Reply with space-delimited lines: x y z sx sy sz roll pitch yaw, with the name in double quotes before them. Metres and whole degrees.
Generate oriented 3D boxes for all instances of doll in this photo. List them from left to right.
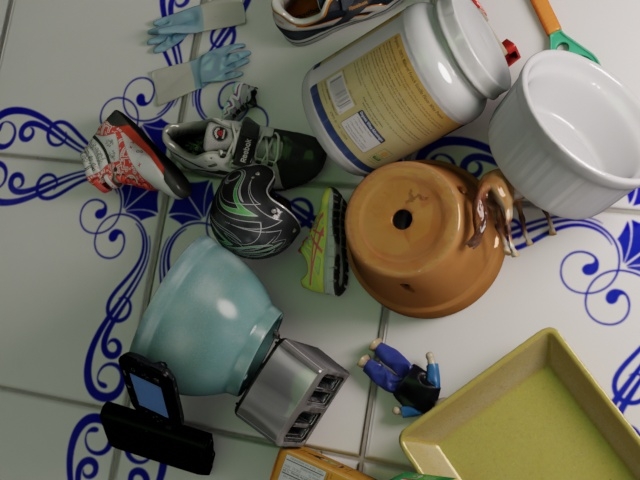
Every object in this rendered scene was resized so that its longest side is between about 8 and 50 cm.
"doll" 0.160 0.250 1.630 0.189 0.046 0.129 37 94 22

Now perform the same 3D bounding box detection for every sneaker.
"sneaker" -0.385 -0.135 1.877 0.145 0.090 0.270 -47 65 6
"sneaker" -0.157 -0.174 1.776 0.331 0.146 0.122 4 79 19
"sneaker" -0.156 -0.270 1.849 0.069 0.038 0.098 18 86 22
"sneaker" 0.000 0.000 1.720 0.094 0.081 0.208 -2 76 27
"sneaker" 0.054 -0.491 1.775 0.321 0.127 0.126 -28 70 10

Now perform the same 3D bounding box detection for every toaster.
"toaster" -0.051 0.267 1.627 0.110 0.186 0.168 32 90 26

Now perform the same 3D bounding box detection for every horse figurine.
"horse figurine" 0.319 -0.067 1.546 0.066 0.263 0.174 -17 93 40

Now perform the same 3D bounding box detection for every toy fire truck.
"toy fire truck" 0.283 -0.408 1.670 0.047 0.192 0.135 -38 41 8

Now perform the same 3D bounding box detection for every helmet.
"helmet" -0.123 -0.043 1.722 0.169 0.169 0.161 -17 54 16

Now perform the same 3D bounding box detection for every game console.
"game console" -0.303 0.307 1.637 0.213 0.361 0.044 14 52 10

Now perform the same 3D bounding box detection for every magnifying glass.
"magnifying glass" 0.437 -0.357 1.666 0.092 0.026 0.231 -25 72 13

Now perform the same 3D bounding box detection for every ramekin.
"ramekin" 0.411 -0.167 1.508 0.277 0.277 0.135 59 139 19

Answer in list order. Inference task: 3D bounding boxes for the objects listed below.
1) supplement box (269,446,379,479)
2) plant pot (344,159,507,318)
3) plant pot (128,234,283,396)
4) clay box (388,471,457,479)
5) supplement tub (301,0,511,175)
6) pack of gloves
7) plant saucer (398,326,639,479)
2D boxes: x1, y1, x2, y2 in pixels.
"supplement box" 0.030 0.439 1.622 0.233 0.078 0.080 22 90 22
"plant pot" 0.164 -0.017 1.599 0.291 0.203 0.290 -4 78 19
"plant pot" -0.190 0.163 1.658 0.196 0.293 0.293 27 89 7
"clay box" 0.192 0.498 1.505 0.127 0.053 0.222 -11 95 52
"supplement tub" 0.150 -0.274 1.609 0.316 0.228 0.228 -27 71 28
"pack of gloves" -0.263 -0.409 1.911 0.232 0.046 0.195 -16 74 16
"plant saucer" 0.354 0.370 1.520 0.333 0.081 0.332 -38 69 9
